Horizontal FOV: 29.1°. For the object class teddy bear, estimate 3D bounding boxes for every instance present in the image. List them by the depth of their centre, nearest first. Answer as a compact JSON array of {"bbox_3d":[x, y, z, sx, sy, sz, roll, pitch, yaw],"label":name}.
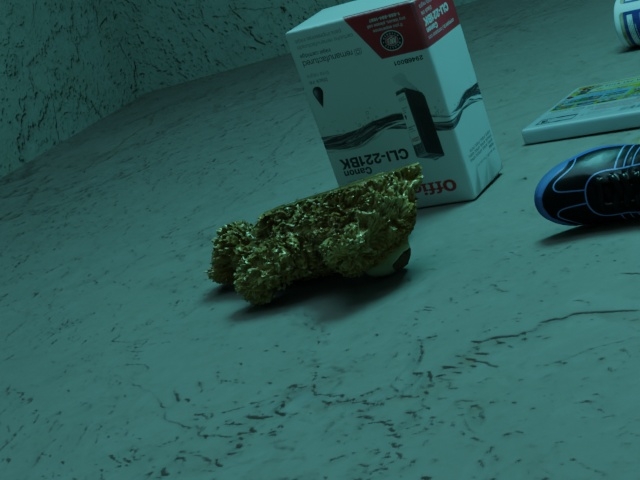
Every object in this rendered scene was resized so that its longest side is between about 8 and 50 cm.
[{"bbox_3d":[0.000,0.000,1.459,0.338,0.113,0.245,-16,6,38],"label":"teddy bear"}]

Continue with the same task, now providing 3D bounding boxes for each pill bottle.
[{"bbox_3d":[0.598,-0.390,2.109,0.169,0.094,0.094,-6,19,37],"label":"pill bottle"}]

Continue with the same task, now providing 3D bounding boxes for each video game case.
[{"bbox_3d":[0.430,-0.195,1.753,0.227,0.026,0.206,-7,19,38],"label":"video game case"}]

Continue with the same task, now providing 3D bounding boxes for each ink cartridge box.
[{"bbox_3d":[0.100,-0.180,1.618,0.197,0.272,0.114,-8,22,33],"label":"ink cartridge box"}]

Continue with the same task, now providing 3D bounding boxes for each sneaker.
[{"bbox_3d":[0.341,-0.064,1.289,0.232,0.081,0.090,-15,8,8],"label":"sneaker"}]

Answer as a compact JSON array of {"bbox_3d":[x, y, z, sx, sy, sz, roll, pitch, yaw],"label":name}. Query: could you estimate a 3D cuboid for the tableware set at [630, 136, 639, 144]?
[{"bbox_3d":[0.447,-0.115,1.461,0.169,0.020,0.141,-12,17,15],"label":"tableware set"}]
